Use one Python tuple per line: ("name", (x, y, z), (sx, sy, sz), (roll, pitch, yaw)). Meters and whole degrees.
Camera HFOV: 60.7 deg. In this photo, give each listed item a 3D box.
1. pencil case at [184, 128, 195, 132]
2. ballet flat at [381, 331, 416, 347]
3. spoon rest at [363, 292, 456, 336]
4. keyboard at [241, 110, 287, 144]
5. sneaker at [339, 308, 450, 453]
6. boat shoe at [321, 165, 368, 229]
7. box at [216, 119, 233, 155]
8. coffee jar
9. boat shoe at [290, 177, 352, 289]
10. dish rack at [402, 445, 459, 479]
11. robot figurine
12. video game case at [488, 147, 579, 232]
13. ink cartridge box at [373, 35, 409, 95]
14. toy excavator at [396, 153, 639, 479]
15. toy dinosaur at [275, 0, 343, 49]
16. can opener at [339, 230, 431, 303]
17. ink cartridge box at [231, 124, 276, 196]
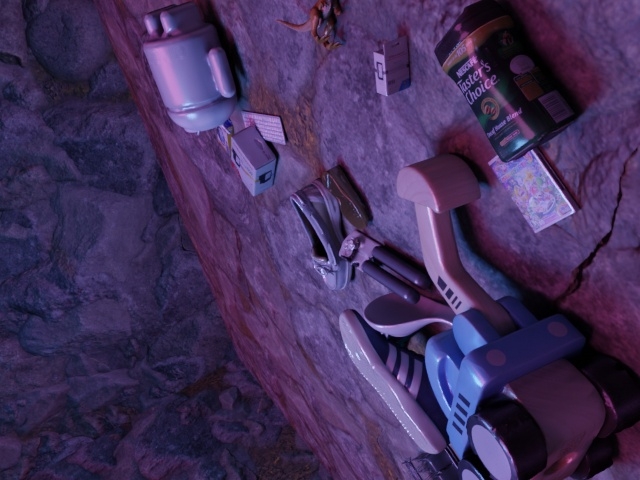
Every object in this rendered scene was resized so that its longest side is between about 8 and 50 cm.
("pencil case", (-0.408, -0.478, 1.721), (0.124, 0.114, 0.273), (-100, 1, -49))
("ballet flat", (0.176, 0.226, 1.295), (0.074, 0.074, 0.203), (53, 160, 22))
("spoon rest", (0.207, 0.159, 1.086), (0.276, 0.137, 0.084), (18, 127, 42))
("keyboard", (-0.158, -0.309, 1.485), (0.256, 0.014, 0.072), (27, 140, 56))
("sneaker", (0.184, 0.274, 1.182), (0.350, 0.148, 0.131), (53, 162, 14))
("boat shoe", (0.063, -0.095, 1.207), (0.153, 0.048, 0.056), (53, 146, 4))
("box", (-0.309, -0.350, 1.766), (0.081, 0.028, 0.136), (51, 158, 28))
("coffee jar", (0.218, -0.194, 0.666), (0.184, 0.079, 0.096), (60, 159, 7))
("boat shoe", (0.001, 0.000, 1.370), (0.118, 0.103, 0.320), (39, 149, 46))
("dish rack", (0.327, 0.663, 1.482), (0.208, 0.074, 0.271), (57, 160, 16))
("robot figurine", (-0.350, -0.453, 1.491), (0.300, 0.200, 0.353), (14, 131, 42))
("video game case", (0.287, -0.076, 0.745), (0.122, 0.011, 0.087), (59, 159, 9))
("ink cartridge box", (0.111, -0.275, 0.854), (0.028, 0.048, 0.083), (39, 148, 45))
("toy excavator", (0.250, 0.141, 0.863), (0.432, 0.223, 0.445), (85, 158, -43))
("toy dinosaur", (-0.003, -0.398, 0.979), (0.211, 0.064, 0.112), (-23, 76, 60))
("can opener", (0.137, 0.055, 1.198), (0.093, 0.074, 0.280), (34, 180, -36))
("ink cartridge box", (-0.195, -0.226, 1.566), (0.127, 0.072, 0.175), (54, 162, 12))
